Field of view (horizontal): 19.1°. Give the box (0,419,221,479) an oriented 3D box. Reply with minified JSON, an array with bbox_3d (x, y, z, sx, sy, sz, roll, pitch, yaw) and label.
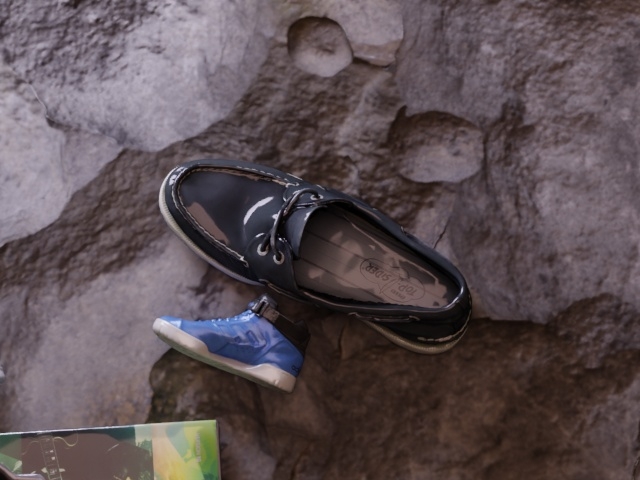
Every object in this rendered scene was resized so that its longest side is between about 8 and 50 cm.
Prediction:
[{"bbox_3d":[-0.249,0.298,1.822,0.322,0.058,0.232,-3,77,-5],"label":"box"}]

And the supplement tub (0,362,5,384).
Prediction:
[{"bbox_3d":[-0.358,0.100,1.856,0.071,0.071,0.107,-24,79,-9],"label":"supplement tub"}]

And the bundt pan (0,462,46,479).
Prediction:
[{"bbox_3d":[-0.337,0.358,1.711,0.330,0.124,0.331,1,77,-3],"label":"bundt pan"}]

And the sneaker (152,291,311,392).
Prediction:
[{"bbox_3d":[-0.084,0.086,1.884,0.152,0.058,0.085,22,78,0],"label":"sneaker"}]

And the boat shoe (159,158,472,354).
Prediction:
[{"bbox_3d":[-0.001,0.004,1.881,0.340,0.113,0.127,31,74,3],"label":"boat shoe"}]
